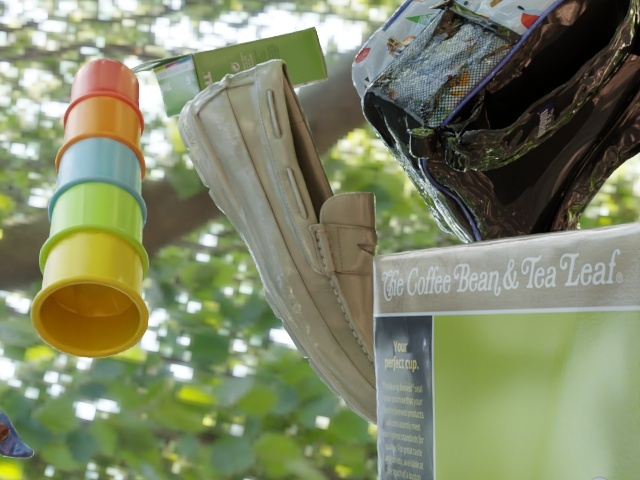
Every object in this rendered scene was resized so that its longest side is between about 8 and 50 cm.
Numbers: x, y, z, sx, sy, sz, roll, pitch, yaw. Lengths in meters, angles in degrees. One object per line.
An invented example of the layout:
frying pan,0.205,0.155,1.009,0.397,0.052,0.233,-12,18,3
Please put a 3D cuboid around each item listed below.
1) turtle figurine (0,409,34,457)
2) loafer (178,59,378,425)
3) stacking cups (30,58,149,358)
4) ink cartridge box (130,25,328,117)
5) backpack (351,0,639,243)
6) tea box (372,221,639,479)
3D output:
turtle figurine,-0.248,0.246,0.862,0.274,0.266,0.198,-33,-57,2
loafer,0.000,0.000,1.257,0.319,0.111,0.112,60,-169,8
stacking cups,-0.186,-0.042,1.348,0.316,0.096,0.096,-91,-13,-48
ink cartridge box,-0.110,-0.176,1.677,0.209,0.109,0.062,-16,-84,-28
backpack,0.179,-0.134,1.352,0.263,0.213,0.276,-42,-37,-2
tea box,0.190,0.154,0.881,0.220,0.329,0.323,-1,-92,-21
